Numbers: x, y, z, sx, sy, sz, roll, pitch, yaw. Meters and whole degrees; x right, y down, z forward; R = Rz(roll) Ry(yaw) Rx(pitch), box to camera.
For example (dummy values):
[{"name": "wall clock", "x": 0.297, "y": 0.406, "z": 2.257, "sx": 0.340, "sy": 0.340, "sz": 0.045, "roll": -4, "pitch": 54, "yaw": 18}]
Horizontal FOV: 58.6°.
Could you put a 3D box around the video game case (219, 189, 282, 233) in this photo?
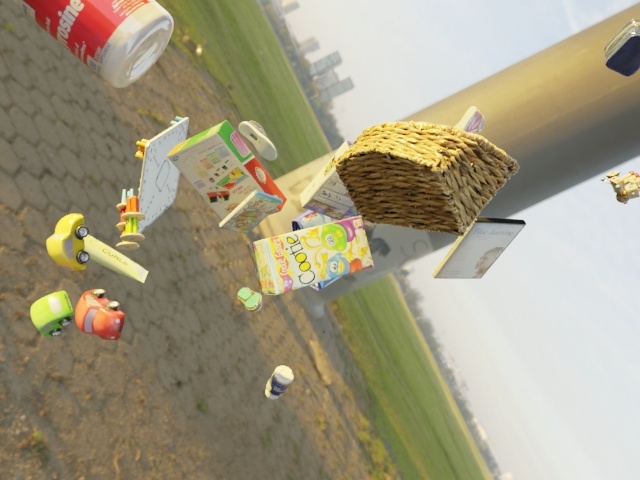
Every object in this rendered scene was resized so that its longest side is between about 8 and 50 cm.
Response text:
[{"name": "video game case", "x": -0.207, "y": -0.082, "z": 1.703, "sx": 0.119, "sy": 0.166, "sz": 0.015, "roll": 16, "pitch": 41, "yaw": -52}]

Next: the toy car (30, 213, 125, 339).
[{"name": "toy car", "x": -0.439, "y": 0.100, "z": 0.971, "sx": 0.053, "sy": 0.225, "sz": 0.239, "roll": -3, "pitch": 59, "yaw": -53}]

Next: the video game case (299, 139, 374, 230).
[{"name": "video game case", "x": 0.114, "y": -0.159, "z": 1.734, "sx": 0.269, "sy": 0.244, "sz": 0.061, "roll": 18, "pitch": 40, "yaw": -33}]

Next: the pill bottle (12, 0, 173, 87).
[{"name": "pill bottle", "x": -0.577, "y": -0.580, "z": 1.362, "sx": 0.408, "sy": 0.229, "sz": 0.229, "roll": 40, "pitch": 9, "yaw": -8}]

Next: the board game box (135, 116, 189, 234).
[{"name": "board game box", "x": -0.638, "y": -0.261, "z": 2.239, "sx": 0.390, "sy": 0.050, "sz": 0.390, "roll": -70, "pitch": 178, "yaw": -63}]

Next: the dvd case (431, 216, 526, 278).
[{"name": "dvd case", "x": 0.455, "y": 0.027, "z": 1.652, "sx": 0.253, "sy": 0.180, "sz": 0.022, "roll": 116, "pitch": -33, "yaw": -42}]

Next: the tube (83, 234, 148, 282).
[{"name": "tube", "x": -0.592, "y": 0.044, "z": 1.586, "sx": 0.240, "sy": 0.062, "sz": 0.070, "roll": 32, "pitch": 51, "yaw": -15}]

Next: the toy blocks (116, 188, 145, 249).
[{"name": "toy blocks", "x": -0.449, "y": -0.063, "z": 1.348, "sx": 0.123, "sy": 0.054, "sz": 0.148, "roll": -34, "pitch": -122, "yaw": 57}]

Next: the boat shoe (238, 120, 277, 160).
[{"name": "boat shoe", "x": -0.221, "y": -0.383, "z": 2.154, "sx": 0.183, "sy": 0.065, "sz": 0.083, "roll": 46, "pitch": 28, "yaw": -2}]

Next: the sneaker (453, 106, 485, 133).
[{"name": "sneaker", "x": 0.438, "y": -0.328, "z": 1.707, "sx": 0.070, "sy": 0.134, "sz": 0.051, "roll": 27, "pitch": 20, "yaw": -32}]

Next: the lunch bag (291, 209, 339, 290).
[{"name": "lunch bag", "x": 0.000, "y": 0.000, "z": 2.096, "sx": 0.221, "sy": 0.138, "sz": 0.293, "roll": -29, "pitch": 120, "yaw": -43}]

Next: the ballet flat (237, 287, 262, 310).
[{"name": "ballet flat", "x": -0.247, "y": 0.226, "z": 2.104, "sx": 0.068, "sy": 0.072, "sz": 0.213, "roll": 52, "pitch": -12, "yaw": -23}]

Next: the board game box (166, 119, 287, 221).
[{"name": "board game box", "x": -0.291, "y": -0.195, "z": 1.786, "sx": 0.316, "sy": 0.242, "sz": 0.064, "roll": 53, "pitch": 42, "yaw": -27}]

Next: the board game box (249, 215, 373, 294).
[{"name": "board game box", "x": -0.026, "y": 0.038, "z": 1.497, "sx": 0.144, "sy": 0.275, "sz": 0.142, "roll": -12, "pitch": -87, "yaw": 68}]

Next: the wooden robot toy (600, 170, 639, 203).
[{"name": "wooden robot toy", "x": 0.823, "y": -0.135, "z": 1.534, "sx": 0.173, "sy": 0.076, "sz": 0.079, "roll": -84, "pitch": 151, "yaw": -70}]

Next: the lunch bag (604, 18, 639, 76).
[{"name": "lunch bag", "x": 0.609, "y": -0.378, "z": 1.124, "sx": 0.098, "sy": 0.067, "sz": 0.065, "roll": 126, "pitch": -15, "yaw": -54}]

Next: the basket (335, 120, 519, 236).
[{"name": "basket", "x": 0.207, "y": -0.167, "z": 1.175, "sx": 0.299, "sy": 0.223, "sz": 0.213, "roll": 12, "pitch": -39, "yaw": 52}]

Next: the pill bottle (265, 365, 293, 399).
[{"name": "pill bottle", "x": -0.139, "y": 0.473, "z": 1.884, "sx": 0.067, "sy": 0.120, "sz": 0.067, "roll": 18, "pitch": 39, "yaw": -15}]
